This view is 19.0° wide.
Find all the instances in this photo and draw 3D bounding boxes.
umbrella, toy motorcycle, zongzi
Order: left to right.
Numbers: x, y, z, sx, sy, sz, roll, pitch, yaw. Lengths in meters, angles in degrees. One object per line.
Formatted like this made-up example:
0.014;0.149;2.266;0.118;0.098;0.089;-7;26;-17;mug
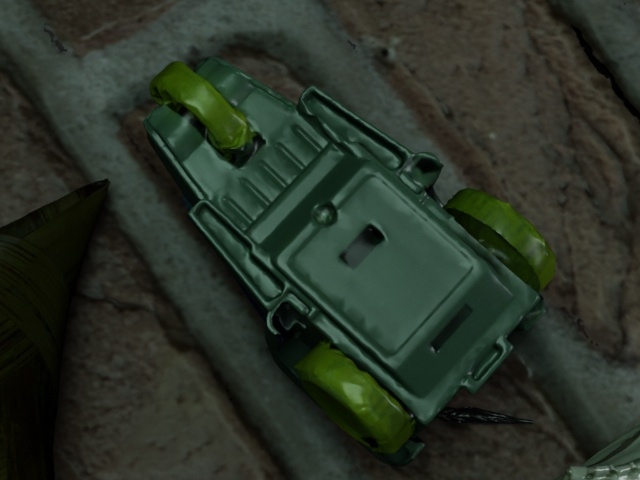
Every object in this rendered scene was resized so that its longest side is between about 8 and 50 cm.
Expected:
-0.222;0.111;1.461;0.300;0.138;0.286;-32;72;-20;zongzi
0.000;0.000;1.436;0.326;0.200;0.191;42;78;7;toy motorcycle
0.102;0.134;1.469;0.122;0.013;0.022;9;53;11;umbrella

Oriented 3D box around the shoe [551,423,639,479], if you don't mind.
0.209;0.204;1.361;0.316;0.159;0.124;-33;71;0;shoe
